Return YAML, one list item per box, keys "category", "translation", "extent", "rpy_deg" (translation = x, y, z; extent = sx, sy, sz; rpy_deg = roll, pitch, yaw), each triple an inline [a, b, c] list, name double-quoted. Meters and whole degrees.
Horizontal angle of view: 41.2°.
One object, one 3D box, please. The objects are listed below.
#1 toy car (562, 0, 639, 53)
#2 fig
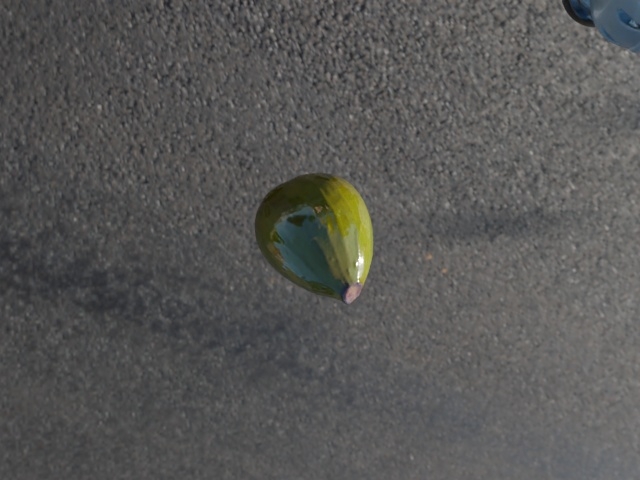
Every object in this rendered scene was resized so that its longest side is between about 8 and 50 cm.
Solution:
- category: "toy car"
  translation: [0.320, -0.290, 0.693]
  extent: [0.213, 0.270, 0.180]
  rpy_deg: [0, -178, 5]
- category: "fig"
  translation: [0.000, 0.000, 0.542]
  extent: [0.074, 0.088, 0.074]
  rpy_deg: [-31, 162, -11]
